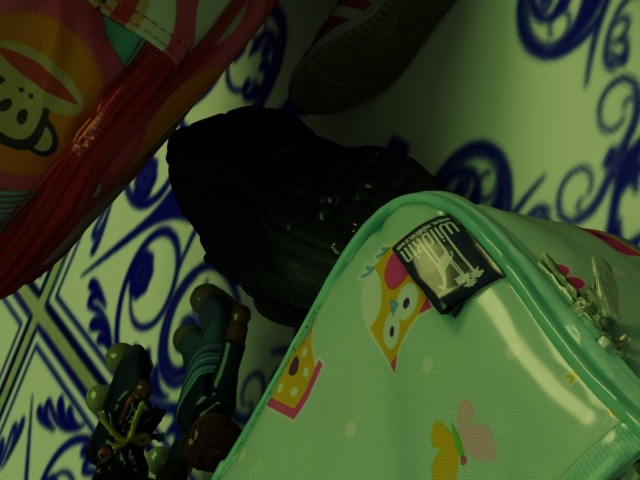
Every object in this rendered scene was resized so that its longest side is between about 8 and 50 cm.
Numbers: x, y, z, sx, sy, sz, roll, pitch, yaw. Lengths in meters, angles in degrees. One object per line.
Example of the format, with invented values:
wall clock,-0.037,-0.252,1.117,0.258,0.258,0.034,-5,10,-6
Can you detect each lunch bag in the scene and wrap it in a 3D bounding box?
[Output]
lunch bag,0.043,0.132,0.609,0.279,0.108,0.224,-61,32,19
lunch bag,-0.091,-0.115,0.840,0.293,0.120,0.258,-56,8,-27

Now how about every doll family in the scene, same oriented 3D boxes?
doll family,-0.075,0.107,0.834,0.111,0.076,0.193,-90,10,-65

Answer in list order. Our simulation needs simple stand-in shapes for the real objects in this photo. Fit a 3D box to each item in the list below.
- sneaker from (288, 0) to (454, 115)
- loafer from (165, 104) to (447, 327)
sneaker,0.023,-0.113,0.838,0.118,0.042,0.067,-46,42,26
loafer,0.000,0.000,0.798,0.223,0.076,0.078,29,137,61
